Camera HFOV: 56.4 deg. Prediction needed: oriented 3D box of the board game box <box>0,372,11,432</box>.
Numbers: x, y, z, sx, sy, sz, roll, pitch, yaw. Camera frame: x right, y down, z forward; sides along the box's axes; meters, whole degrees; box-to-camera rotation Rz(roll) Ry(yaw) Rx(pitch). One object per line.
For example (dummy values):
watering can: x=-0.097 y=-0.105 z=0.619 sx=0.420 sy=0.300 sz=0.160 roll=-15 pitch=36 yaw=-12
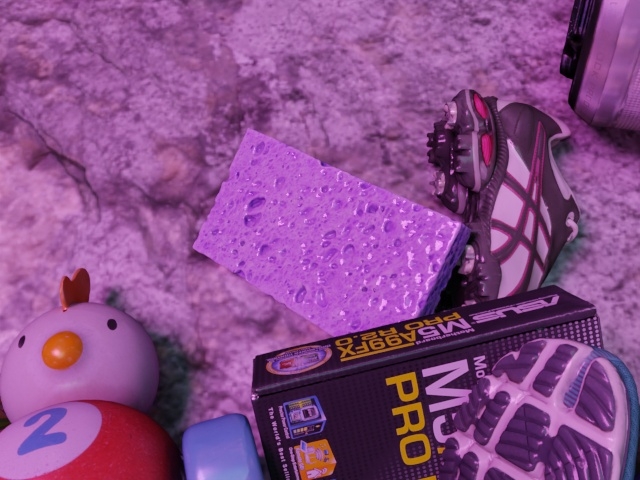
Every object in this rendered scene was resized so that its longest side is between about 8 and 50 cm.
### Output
board game box: x=-0.332 y=0.196 z=0.430 sx=0.039 sy=0.124 sz=0.259 roll=42 pitch=80 yaw=10

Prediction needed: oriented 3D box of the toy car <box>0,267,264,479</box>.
toy car: x=-0.170 y=0.117 z=0.420 sx=0.219 sy=0.210 sz=0.237 roll=-13 pitch=63 yaw=-13

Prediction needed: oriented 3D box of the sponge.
sponge: x=0.000 y=0.000 z=0.472 sx=0.210 sy=0.031 sz=0.117 roll=28 pitch=93 yaw=30

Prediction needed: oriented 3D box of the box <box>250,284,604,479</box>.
box: x=0.087 y=0.185 z=0.402 sx=0.216 sy=0.060 sz=0.269 roll=-12 pitch=101 yaw=-2

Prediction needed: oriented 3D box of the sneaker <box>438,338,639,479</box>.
sneaker: x=0.135 y=0.181 z=0.340 sx=0.110 sy=0.107 sz=0.275 roll=-6 pitch=106 yaw=-23

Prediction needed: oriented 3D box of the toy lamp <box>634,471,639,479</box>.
toy lamp: x=0.257 y=0.288 z=0.382 sx=0.080 sy=0.080 sz=0.274 roll=-14 pitch=98 yaw=-2

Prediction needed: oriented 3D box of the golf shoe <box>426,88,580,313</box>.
golf shoe: x=0.156 y=0.007 z=0.484 sx=0.120 sy=0.105 sz=0.272 roll=4 pitch=77 yaw=-7

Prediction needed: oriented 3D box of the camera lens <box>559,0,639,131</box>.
camera lens: x=0.337 y=-0.180 z=0.443 sx=0.274 sy=0.219 sz=0.219 roll=13 pitch=76 yaw=19
